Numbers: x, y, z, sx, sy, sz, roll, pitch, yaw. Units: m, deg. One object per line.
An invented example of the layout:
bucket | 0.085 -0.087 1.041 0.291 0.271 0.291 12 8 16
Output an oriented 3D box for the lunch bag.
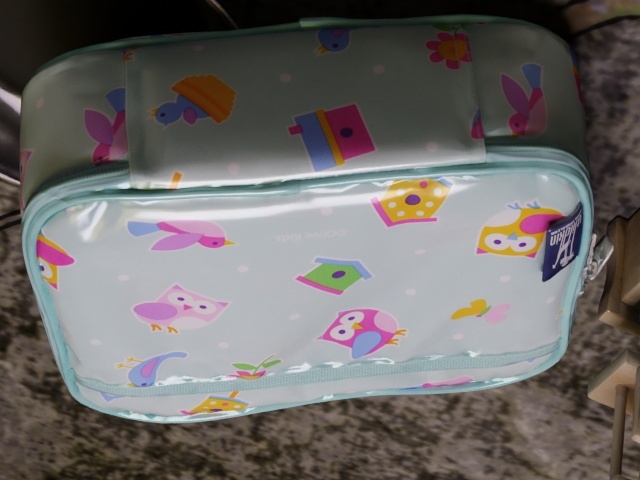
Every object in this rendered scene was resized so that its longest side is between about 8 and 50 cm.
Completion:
lunch bag | 0.000 0.000 0.904 0.279 0.108 0.224 -4 143 -2

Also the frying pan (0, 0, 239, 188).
frying pan | -0.149 -0.132 0.874 0.197 0.053 0.326 -9 136 23

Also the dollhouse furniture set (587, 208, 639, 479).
dollhouse furniture set | 0.220 0.055 0.895 0.129 0.183 0.129 23 141 -13
